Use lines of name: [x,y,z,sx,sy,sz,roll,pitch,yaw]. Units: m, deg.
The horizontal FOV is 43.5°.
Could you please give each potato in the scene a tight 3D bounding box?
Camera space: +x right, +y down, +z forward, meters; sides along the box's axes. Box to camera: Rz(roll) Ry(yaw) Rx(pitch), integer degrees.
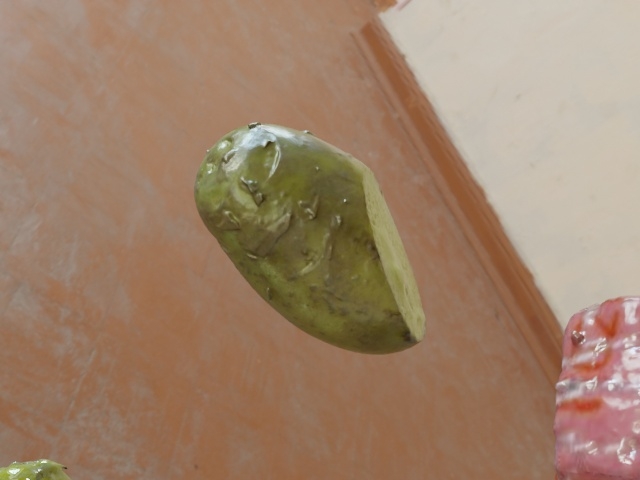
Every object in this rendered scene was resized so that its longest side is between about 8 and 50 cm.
potato: [0.000,0.000,0.837,0.298,0.176,0.141,43,30,-9]

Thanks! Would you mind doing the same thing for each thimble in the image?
thimble: [0.227,0.108,0.429,0.163,0.189,0.125,50,50,-52]

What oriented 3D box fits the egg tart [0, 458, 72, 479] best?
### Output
egg tart: [-0.320,0.335,0.842,0.197,0.078,0.197,-3,97,-24]
